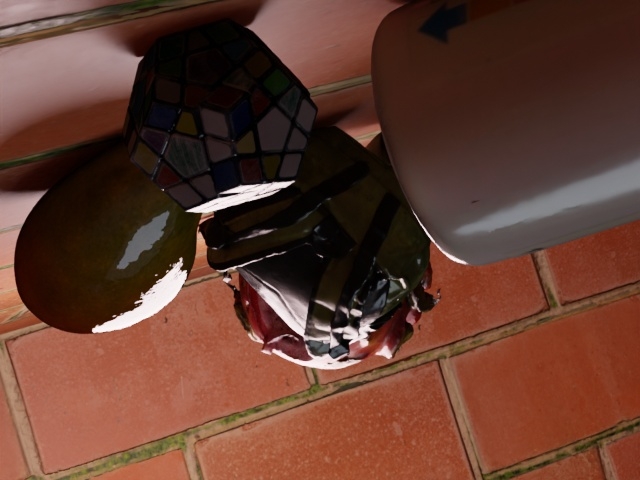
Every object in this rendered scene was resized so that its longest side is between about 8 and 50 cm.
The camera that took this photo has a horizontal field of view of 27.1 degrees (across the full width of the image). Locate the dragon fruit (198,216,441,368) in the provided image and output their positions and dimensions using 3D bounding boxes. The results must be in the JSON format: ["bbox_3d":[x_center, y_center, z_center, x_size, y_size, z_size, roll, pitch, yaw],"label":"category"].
[{"bbox_3d":[0.015,0.042,1.779,0.269,0.250,0.291,-13,-166,20],"label":"dragon fruit"}]

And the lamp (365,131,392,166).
[{"bbox_3d":[0.101,-0.079,1.301,0.101,0.101,0.250,-14,161,-49],"label":"lamp"}]

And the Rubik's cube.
[{"bbox_3d":[-0.056,-0.067,0.729,0.111,0.111,0.093,-15,-157,-40],"label":"Rubik's cube"}]

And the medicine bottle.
[{"bbox_3d":[0.188,-0.102,0.754,0.293,0.170,0.170,-19,176,24],"label":"medicine bottle"}]

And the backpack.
[{"bbox_3d":[0.000,0.000,1.257,0.140,0.207,0.253,-49,-179,-26],"label":"backpack"}]

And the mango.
[{"bbox_3d":[-0.169,0.000,1.051,0.146,0.129,0.289,-14,167,-18],"label":"mango"}]
